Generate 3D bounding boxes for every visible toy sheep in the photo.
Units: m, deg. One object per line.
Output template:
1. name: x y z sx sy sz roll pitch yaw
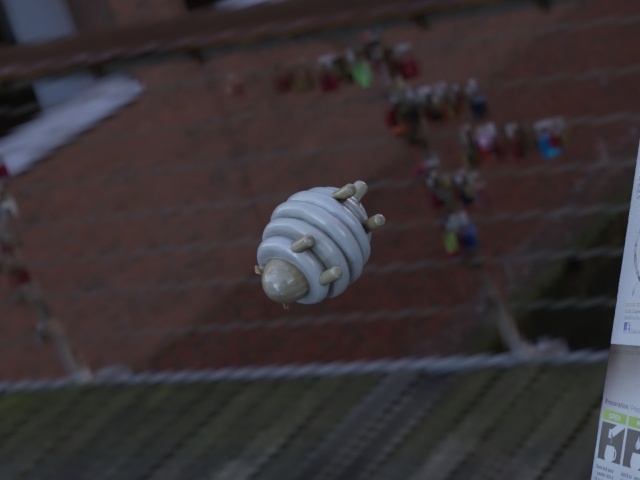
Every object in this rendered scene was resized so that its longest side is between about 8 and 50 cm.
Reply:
1. toy sheep: 0.000 0.000 1.463 0.091 0.091 0.132 3 39 46

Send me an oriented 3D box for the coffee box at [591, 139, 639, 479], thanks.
1. coffee box: 0.309 0.072 1.387 0.168 0.297 0.119 7 1 -25
